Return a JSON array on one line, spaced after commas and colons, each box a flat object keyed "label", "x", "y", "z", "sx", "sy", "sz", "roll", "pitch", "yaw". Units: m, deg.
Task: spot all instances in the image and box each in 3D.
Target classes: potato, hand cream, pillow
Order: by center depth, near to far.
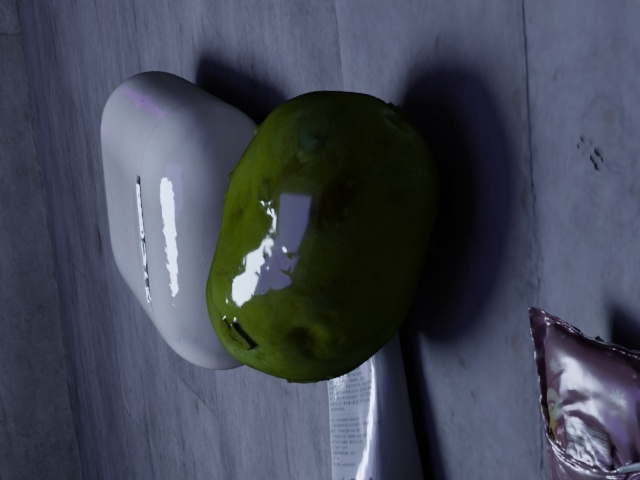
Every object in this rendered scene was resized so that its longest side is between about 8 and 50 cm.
[{"label": "pillow", "x": 0.167, "y": 0.134, "z": 0.576, "sx": 0.118, "sy": 0.043, "sz": 0.185, "roll": 16, "pitch": 118, "yaw": 59}, {"label": "potato", "x": 0.000, "y": 0.000, "z": 0.772, "sx": 0.253, "sy": 0.148, "sz": 0.186, "roll": -51, "pitch": 34, "yaw": 45}, {"label": "hand cream", "x": 0.038, "y": 0.113, "z": 0.871, "sx": 0.121, "sy": 0.076, "sz": 0.336, "roll": -23, "pitch": 71, "yaw": 62}]

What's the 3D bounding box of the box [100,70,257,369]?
[{"label": "box", "x": -0.152, "y": -0.032, "z": 1.154, "sx": 0.349, "sy": 0.141, "sz": 0.289, "roll": -143, "pitch": 48, "yaw": -59}]
